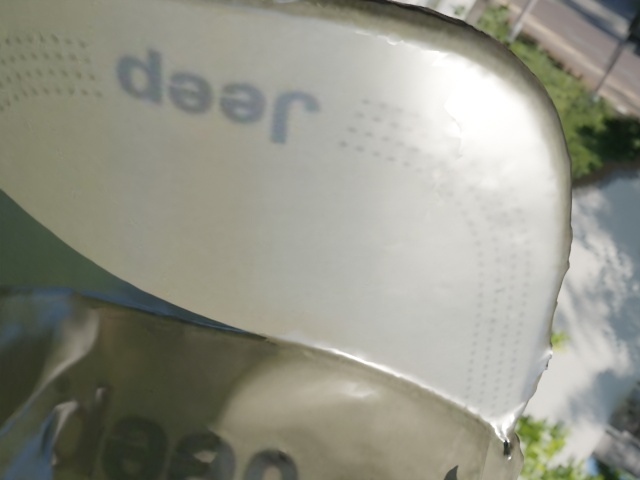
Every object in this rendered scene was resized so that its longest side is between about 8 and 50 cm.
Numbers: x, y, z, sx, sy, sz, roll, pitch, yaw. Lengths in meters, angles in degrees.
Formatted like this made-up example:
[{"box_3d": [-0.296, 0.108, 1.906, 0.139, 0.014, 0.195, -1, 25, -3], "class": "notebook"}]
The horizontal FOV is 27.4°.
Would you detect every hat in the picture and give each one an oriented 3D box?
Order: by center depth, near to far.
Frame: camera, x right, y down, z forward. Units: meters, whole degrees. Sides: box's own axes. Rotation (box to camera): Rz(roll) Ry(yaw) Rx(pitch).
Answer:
[{"box_3d": [-0.044, 0.050, 0.372, 0.214, 0.149, 0.244, 9, 149, 7], "class": "hat"}]
